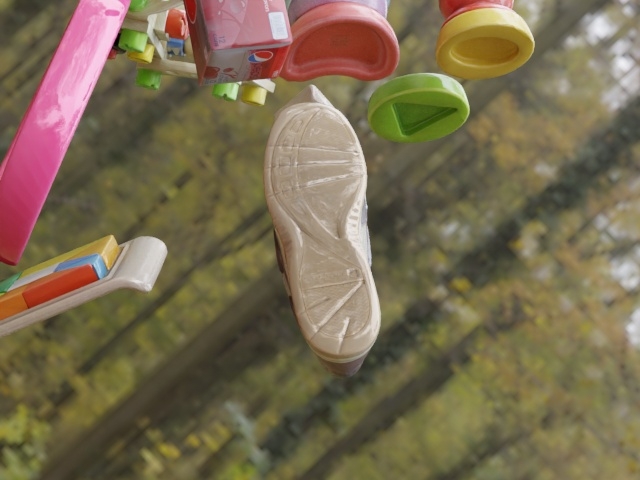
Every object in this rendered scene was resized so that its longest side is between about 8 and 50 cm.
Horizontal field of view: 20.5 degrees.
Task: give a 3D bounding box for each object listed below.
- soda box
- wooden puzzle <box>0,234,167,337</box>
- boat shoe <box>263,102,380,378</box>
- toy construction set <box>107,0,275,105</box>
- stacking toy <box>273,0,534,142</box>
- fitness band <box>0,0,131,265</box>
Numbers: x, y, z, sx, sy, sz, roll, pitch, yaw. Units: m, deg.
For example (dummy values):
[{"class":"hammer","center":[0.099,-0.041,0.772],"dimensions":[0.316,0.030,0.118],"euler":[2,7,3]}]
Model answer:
[{"class":"soda box","center":[-0.097,-0.290,1.738],"dimensions":[0.092,0.083,0.263],"euler":[121,-40,-69]},{"class":"wooden puzzle","center":[-0.281,0.049,1.794],"dimensions":[0.221,0.239,0.044],"euler":[-89,162,-79]},{"class":"boat shoe","center":[0.000,0.000,1.702],"dimensions":[0.092,0.103,0.285],"euler":[99,-17,-58]},{"class":"toy construction set","center":[-0.155,-0.251,1.989],"dimensions":[0.215,0.151,0.327],"euler":[13,-20,2]},{"class":"stacking toy","center":[0.083,-0.251,2.217],"dimensions":[0.279,0.309,0.130],"euler":[120,-31,-58]},{"class":"fitness band","center":[-0.245,-0.109,1.622],"dimensions":[0.054,0.290,0.209],"euler":[24,-37,-11]}]
